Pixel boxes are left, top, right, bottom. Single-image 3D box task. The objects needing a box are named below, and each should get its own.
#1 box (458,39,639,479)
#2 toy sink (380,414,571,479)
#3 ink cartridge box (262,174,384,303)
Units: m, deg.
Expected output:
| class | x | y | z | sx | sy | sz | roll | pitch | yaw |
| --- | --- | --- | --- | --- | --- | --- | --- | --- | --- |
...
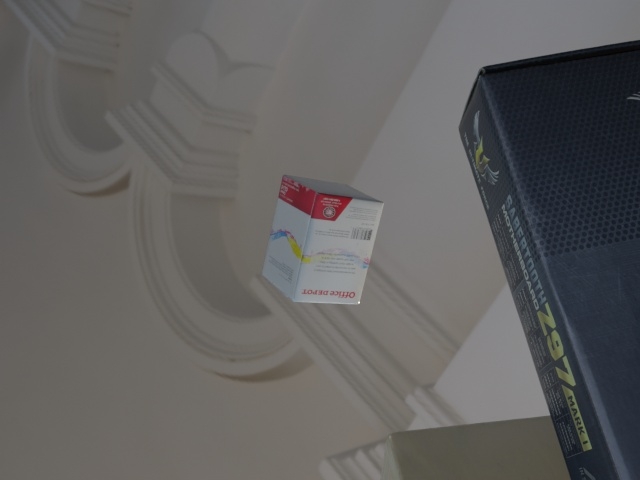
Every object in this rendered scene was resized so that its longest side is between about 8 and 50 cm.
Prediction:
| class | x | y | z | sx | sy | sz | roll | pitch | yaw |
| --- | --- | --- | --- | --- | --- | --- | --- | --- | --- |
| box | 0.182 | 0.017 | 0.324 | 0.183 | 0.059 | 0.233 | -10 | -113 | -5 |
| toy sink | 0.127 | 0.223 | 0.377 | 0.152 | 0.131 | 0.234 | -4 | -144 | -9 |
| ink cartridge box | 0.000 | 0.000 | 1.172 | 0.128 | 0.176 | 0.127 | 6 | -167 | -31 |
